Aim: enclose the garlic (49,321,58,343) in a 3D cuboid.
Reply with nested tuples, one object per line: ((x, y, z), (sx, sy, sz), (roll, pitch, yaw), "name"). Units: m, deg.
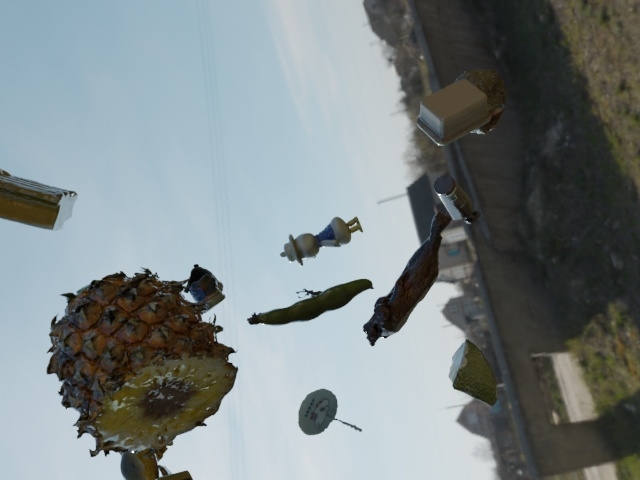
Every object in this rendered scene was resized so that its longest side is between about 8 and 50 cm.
((-0.664, 0.248, 1.637), (0.113, 0.094, 0.074), (60, -161, -44), "garlic")

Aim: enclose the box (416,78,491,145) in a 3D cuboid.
((0.248, -0.242, 1.143), (0.089, 0.122, 0.062), (54, 166, 36), "box")

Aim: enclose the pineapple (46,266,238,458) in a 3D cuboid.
((-0.357, 0.223, 1.212), (0.300, 0.352, 0.352), (49, 177, 30), "pineapple")

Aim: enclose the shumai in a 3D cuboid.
((0.485, -0.405, 1.866), (0.175, 0.167, 0.205), (-73, -33, -54), "shumai")

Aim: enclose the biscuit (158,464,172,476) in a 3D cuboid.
((-0.484, 0.773, 1.983), (0.119, 0.019, 0.130), (57, 166, 13), "biscuit")

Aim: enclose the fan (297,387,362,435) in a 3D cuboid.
((0.038, 0.670, 2.325), (0.009, 0.329, 0.190), (46, -117, -39), "fan")

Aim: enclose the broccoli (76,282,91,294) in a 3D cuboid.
((-0.806, 0.284, 2.265), (0.270, 0.270, 0.270), (-75, -38, -66), "broccoli")

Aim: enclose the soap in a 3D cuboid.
((-0.885, -0.130, 1.799), (0.259, 0.281, 0.142), (-136, 61, -78), "soap")

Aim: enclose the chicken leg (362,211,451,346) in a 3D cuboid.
((0.131, 0.062, 0.887), (0.048, 0.219, 0.089), (37, -173, 22), "chicken leg")

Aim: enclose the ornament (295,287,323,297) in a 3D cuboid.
((-0.020, 0.165, 1.847), (0.073, 0.125, 0.028), (-30, 57, 58), "ornament")

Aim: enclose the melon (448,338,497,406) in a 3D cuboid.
((0.416, 0.394, 1.740), (0.140, 0.093, 0.202), (-19, -102, -41), "melon")

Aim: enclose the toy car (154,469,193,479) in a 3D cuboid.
((-0.362, 0.627, 1.465), (0.256, 0.101, 0.124), (-51, 51, 54), "toy car")

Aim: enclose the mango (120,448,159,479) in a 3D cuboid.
((-0.590, 0.745, 2.015), (0.098, 0.195, 0.137), (19, -89, -40), "mango")

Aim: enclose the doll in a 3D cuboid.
((0.000, 0.000, 2.075), (0.138, 0.293, 0.119), (-107, -5, -57), "doll")

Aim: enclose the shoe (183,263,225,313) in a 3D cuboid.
((-0.353, 0.130, 1.805), (0.125, 0.099, 0.227), (54, 172, -19), "shoe")

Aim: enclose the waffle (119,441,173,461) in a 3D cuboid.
((-0.656, 0.711, 2.241), (0.237, 0.059, 0.243), (53, -151, 3), "waffle")

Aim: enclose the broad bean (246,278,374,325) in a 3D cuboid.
((-0.017, 0.145, 1.347), (0.043, 0.298, 0.060), (-134, 30, -56), "broad bean")

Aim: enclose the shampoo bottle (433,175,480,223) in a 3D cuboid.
((0.394, -0.110, 1.753), (0.236, 0.068, 0.067), (38, -141, -52), "shampoo bottle")
